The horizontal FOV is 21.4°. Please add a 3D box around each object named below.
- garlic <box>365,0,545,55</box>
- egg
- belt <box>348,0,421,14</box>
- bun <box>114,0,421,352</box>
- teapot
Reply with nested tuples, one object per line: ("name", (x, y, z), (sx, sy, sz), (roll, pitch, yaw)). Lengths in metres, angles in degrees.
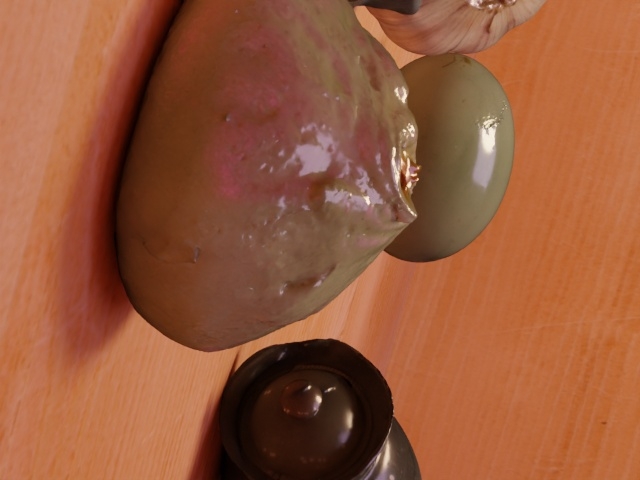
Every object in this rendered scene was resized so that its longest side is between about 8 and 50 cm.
("garlic", (0.134, -0.324, 1.798), (0.253, 0.245, 0.245), (-129, -134, -54))
("egg", (0.143, -0.103, 2.152), (0.203, 0.203, 0.282), (-59, 167, -63))
("belt", (0.061, -0.334, 1.420), (0.325, 0.122, 0.260), (99, 3, -58))
("bun", (-0.018, -0.055, 1.182), (0.293, 0.187, 0.293), (16, 90, -85))
("teapot", (-0.037, 0.245, 1.776), (0.305, 0.223, 0.285), (-36, 150, -18))
